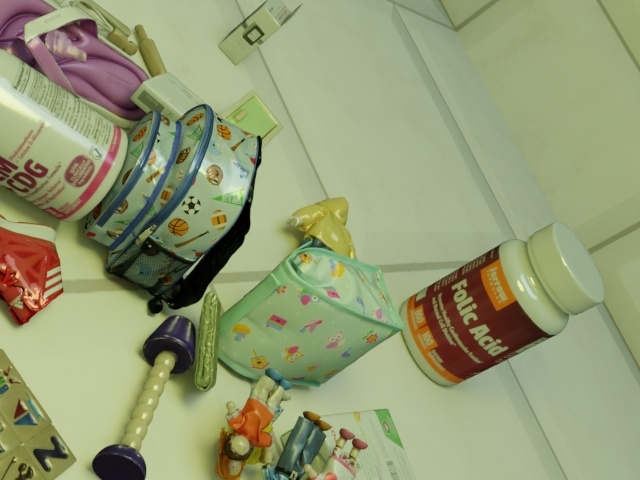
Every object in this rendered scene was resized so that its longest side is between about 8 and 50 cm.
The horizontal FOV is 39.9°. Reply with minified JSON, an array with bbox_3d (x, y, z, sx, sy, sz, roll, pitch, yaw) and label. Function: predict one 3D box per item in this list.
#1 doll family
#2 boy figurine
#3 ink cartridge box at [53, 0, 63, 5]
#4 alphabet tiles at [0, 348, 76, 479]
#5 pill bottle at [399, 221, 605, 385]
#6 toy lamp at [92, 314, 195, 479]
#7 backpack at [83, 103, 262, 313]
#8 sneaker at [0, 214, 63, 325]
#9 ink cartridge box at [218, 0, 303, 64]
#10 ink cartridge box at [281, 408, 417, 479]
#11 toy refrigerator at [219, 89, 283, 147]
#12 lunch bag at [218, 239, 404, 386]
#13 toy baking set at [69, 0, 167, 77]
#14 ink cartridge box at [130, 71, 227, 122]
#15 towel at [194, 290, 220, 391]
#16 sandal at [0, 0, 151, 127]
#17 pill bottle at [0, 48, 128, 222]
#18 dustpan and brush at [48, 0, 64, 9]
[{"bbox_3d":[-0.062,0.318,1.303,0.263,0.118,0.163,42,63,-20],"label":"doll family"},{"bbox_3d":[0.000,0.000,1.748,0.177,0.092,0.285,42,32,-24],"label":"boy figurine"},{"bbox_3d":[-0.520,-0.562,1.496,0.283,0.117,0.207,37,35,-31],"label":"ink cartridge box"},{"bbox_3d":[-0.420,0.255,0.953,0.285,0.011,0.342,56,29,-1],"label":"alphabet tiles"},{"bbox_3d":[0.383,0.136,1.876,0.224,0.392,0.224,36,35,-31],"label":"pill bottle"},{"bbox_3d":[-0.233,0.210,1.213,0.080,0.080,0.275,45,34,-20],"label":"toy lamp"},{"bbox_3d":[-0.215,-0.078,1.328,0.213,0.263,0.277,34,37,-34],"label":"backpack"},{"bbox_3d":[-0.408,0.038,1.109,0.221,0.087,0.128,3,58,-54],"label":"sneaker"},{"bbox_3d":[-0.129,-0.473,1.927,0.060,0.180,0.104,47,30,-16],"label":"ink cartridge box"},{"bbox_3d":[0.051,0.370,1.458,0.212,0.093,0.154,10,53,-54],"label":"ink cartridge box"},{"bbox_3d":[-0.170,-0.192,1.679,0.102,0.094,0.269,52,30,-9],"label":"toy refrigerator"},{"bbox_3d":[-0.035,0.121,1.441,0.262,0.223,0.160,20,40,-44],"label":"lunch bag"},{"bbox_3d":[-0.364,-0.360,1.608,0.196,0.030,0.256,8,54,-58],"label":"toy baking set"},{"bbox_3d":[-0.239,-0.222,1.513,0.145,0.045,0.179,40,13,-7],"label":"ink cartridge box"},{"bbox_3d":[-0.167,0.150,1.319,0.110,0.027,0.148,106,-14,-82],"label":"towel"},{"bbox_3d":[-0.392,-0.295,1.371,0.416,0.102,0.170,14,74,-57],"label":"sandal"},{"bbox_3d":[-0.421,-0.158,1.203,0.283,0.160,0.160,35,36,-33],"label":"pill bottle"},{"bbox_3d":[-0.458,-0.322,1.429,0.147,0.060,0.211,39,25,-51],"label":"dustpan and brush"}]
